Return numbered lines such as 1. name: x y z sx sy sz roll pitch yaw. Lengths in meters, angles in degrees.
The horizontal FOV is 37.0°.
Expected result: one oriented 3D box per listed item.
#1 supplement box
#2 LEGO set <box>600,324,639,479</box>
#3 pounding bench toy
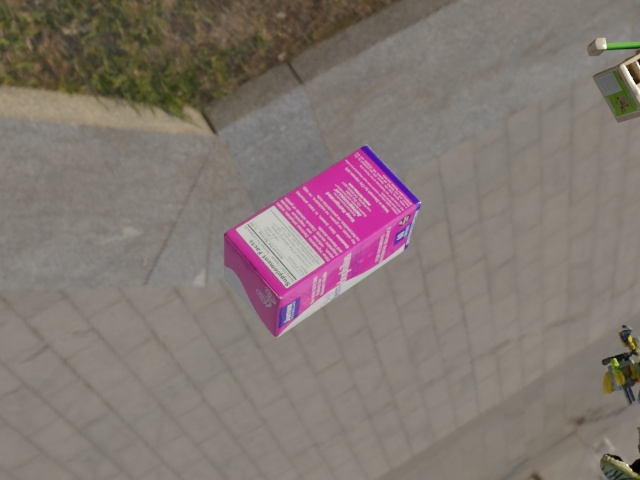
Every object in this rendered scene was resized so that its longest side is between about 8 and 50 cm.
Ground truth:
1. supplement box: 0.000 0.000 1.160 0.220 0.114 0.111 -33 157 -21
2. LEGO set: 0.234 0.177 0.617 0.192 0.254 0.331 -22 175 17
3. pounding bench toy: 0.299 -0.166 0.903 0.065 0.083 0.052 -31 -176 -10
